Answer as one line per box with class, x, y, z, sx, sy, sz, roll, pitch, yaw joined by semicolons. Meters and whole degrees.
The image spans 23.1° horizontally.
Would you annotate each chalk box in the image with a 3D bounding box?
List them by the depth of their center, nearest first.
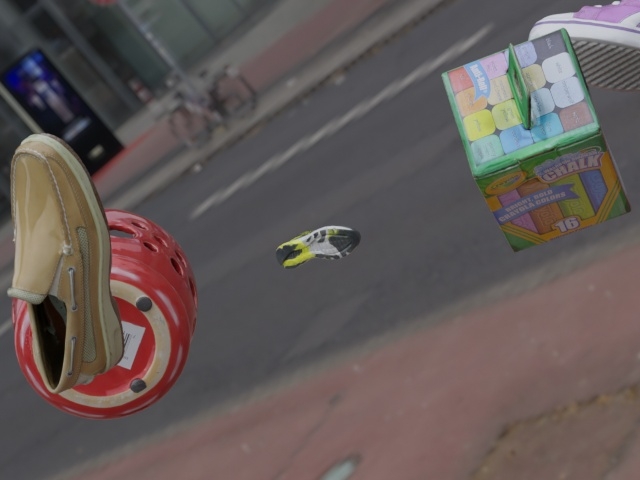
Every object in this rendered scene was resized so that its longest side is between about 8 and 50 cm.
chalk box;0.205;-0.106;1.522;0.132;0.213;0.132;-20;57;12

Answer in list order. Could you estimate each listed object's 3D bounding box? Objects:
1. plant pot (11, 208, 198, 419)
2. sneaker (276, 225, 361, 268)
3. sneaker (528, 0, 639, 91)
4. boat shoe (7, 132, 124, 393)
plant pot;-0.218;0.080;1.567;0.191;0.191;0.174;-39;16;7
sneaker;0.000;0.000;1.391;0.083;0.031;0.035;-12;19;28
sneaker;0.372;-0.251;1.717;0.102;0.282;0.161;80;-164;-66
boat shoe;-0.188;0.021;1.098;0.068;0.190;0.072;7;29;38
